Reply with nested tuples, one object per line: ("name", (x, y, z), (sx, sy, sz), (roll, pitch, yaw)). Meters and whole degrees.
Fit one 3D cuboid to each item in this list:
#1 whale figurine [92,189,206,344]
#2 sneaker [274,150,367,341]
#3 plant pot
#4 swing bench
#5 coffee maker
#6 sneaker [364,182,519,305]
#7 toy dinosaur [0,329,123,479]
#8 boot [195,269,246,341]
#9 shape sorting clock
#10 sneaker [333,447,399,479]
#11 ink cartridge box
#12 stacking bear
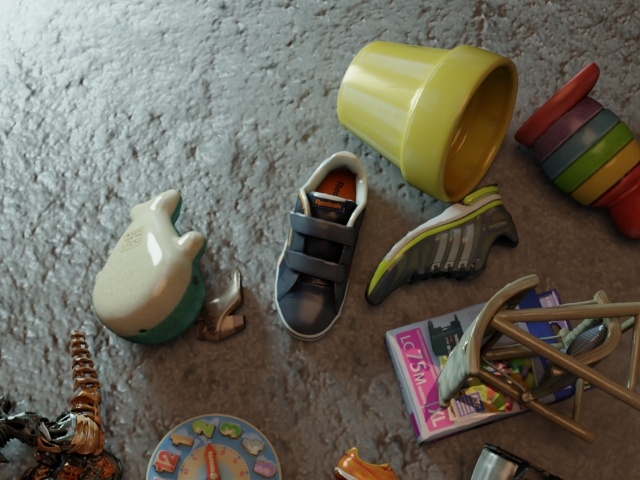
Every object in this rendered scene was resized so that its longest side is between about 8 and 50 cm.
("whale figurine", (-0.263, 0.047, 1.426), (0.216, 0.141, 0.272), (-24, 44, 21))
("sneaker", (0.000, 0.000, 1.444), (0.126, 0.127, 0.321), (12, 70, 1))
("plant pot", (0.170, -0.223, 1.486), (0.239, 0.254, 0.254), (28, 70, 26))
("swing bench", (0.315, 0.166, 1.255), (0.254, 0.253, 0.165), (13, 70, 2))
("coffee maker", (0.278, 0.411, 1.278), (0.171, 0.120, 0.178), (21, 79, 34))
("sneaker", (0.205, 0.025, 1.451), (0.300, 0.111, 0.121), (-34, 79, -10))
("toy dinosaur", (-0.404, 0.308, 1.326), (0.218, 0.164, 0.322), (11, 50, -13))
("boot", (-0.169, 0.108, 1.443), (0.086, 0.042, 0.119), (-8, 62, 4))
("shape sorting clock", (-0.161, 0.364, 1.332), (0.206, 0.040, 0.206), (2, 62, -3))
("sneaker", (0.105, 0.378, 1.333), (0.175, 0.064, 0.067), (35, 62, 9))
("ink cartridge box", (0.277, 0.194, 1.411), (0.311, 0.065, 0.186), (-15, 70, -9))
("stacking bear", (0.486, -0.126, 1.495), (0.164, 0.175, 0.289), (-39, 82, -17))
